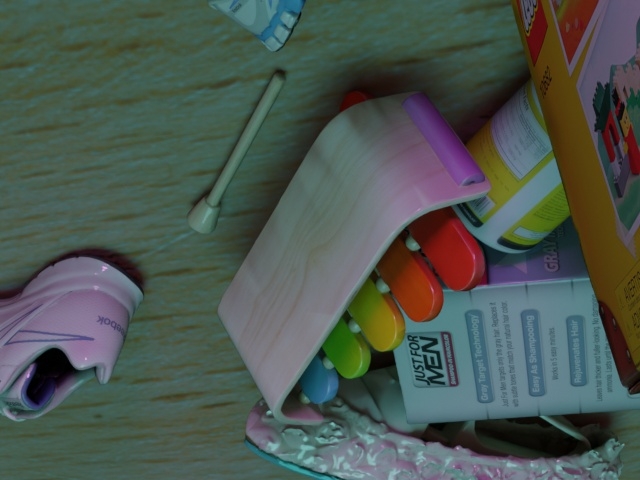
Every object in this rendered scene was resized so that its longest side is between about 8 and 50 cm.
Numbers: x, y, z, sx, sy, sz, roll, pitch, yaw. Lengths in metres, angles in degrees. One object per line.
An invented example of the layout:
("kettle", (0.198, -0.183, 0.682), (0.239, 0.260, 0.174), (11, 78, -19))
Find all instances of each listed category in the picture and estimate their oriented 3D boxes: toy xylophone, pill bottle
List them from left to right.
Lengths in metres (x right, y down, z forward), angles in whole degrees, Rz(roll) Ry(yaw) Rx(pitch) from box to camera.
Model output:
("toy xylophone", (0.000, 0.000, 1.108), (0.081, 0.236, 0.323), (-3, 147, -40))
("pill bottle", (0.189, -0.079, 1.062), (0.103, 0.103, 0.184), (27, 131, -21))

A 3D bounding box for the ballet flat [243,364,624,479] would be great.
("ballet flat", (0.126, 0.191, 1.340), (0.408, 0.147, 0.147), (17, 134, -16))

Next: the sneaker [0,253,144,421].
("sneaker", (-0.305, 0.117, 1.280), (0.297, 0.129, 0.111), (-26, 129, 29))

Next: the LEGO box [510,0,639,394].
("LEGO box", (0.230, -0.158, 0.636), (0.193, 0.373, 0.500), (-12, 166, -1))

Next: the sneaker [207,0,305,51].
("sneaker", (-0.030, -0.223, 0.965), (0.082, 0.071, 0.191), (24, 132, -10))

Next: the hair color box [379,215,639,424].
("hair color box", (0.250, 0.057, 1.185), (0.374, 0.114, 0.185), (-5, 134, 9))
